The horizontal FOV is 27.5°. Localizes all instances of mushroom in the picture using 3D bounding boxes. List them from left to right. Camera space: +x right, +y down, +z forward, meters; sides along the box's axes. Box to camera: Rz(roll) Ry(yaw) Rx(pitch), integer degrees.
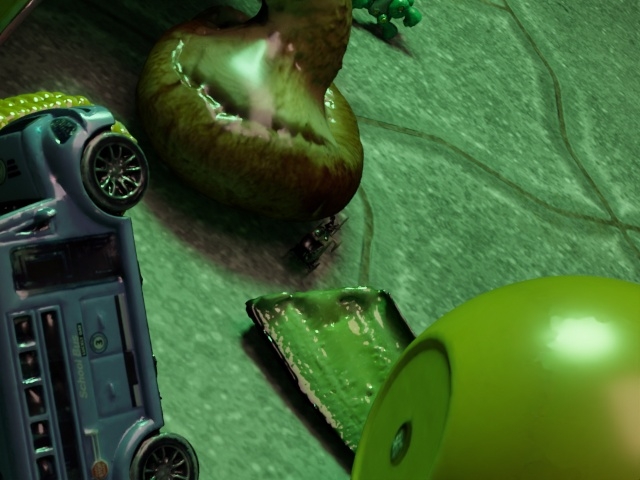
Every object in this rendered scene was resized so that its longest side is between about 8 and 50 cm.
[{"bbox_3d":[-0.050,-0.136,1.287,0.267,0.254,0.267,10,66,-24],"label":"mushroom"}]

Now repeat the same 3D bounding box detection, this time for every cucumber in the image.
[{"bbox_3d":[0.032,0.112,1.157,0.115,0.086,0.193,-32,69,-11],"label":"cucumber"}]

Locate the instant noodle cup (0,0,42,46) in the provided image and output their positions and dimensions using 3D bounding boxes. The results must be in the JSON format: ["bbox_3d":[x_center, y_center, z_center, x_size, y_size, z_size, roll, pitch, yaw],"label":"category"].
[{"bbox_3d":[-0.319,-0.332,1.157,0.254,0.325,0.325,41,31,-14],"label":"instant noodle cup"}]

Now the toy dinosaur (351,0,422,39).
[{"bbox_3d":[0.089,-0.326,1.738,0.096,0.132,0.059,41,22,-45],"label":"toy dinosaur"}]

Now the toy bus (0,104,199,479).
[{"bbox_3d":[-0.180,0.063,0.837,0.133,0.125,0.292,-10,92,-44],"label":"toy bus"}]

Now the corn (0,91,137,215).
[{"bbox_3d":[-0.278,-0.019,0.951,0.144,0.144,0.387,47,35,12],"label":"corn"}]

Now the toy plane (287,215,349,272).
[{"bbox_3d":[0.000,0.000,1.294,0.031,0.049,0.121,43,15,4],"label":"toy plane"}]

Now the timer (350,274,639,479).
[{"bbox_3d":[0.224,0.212,0.978,0.387,0.376,0.376,24,34,-13],"label":"timer"}]
